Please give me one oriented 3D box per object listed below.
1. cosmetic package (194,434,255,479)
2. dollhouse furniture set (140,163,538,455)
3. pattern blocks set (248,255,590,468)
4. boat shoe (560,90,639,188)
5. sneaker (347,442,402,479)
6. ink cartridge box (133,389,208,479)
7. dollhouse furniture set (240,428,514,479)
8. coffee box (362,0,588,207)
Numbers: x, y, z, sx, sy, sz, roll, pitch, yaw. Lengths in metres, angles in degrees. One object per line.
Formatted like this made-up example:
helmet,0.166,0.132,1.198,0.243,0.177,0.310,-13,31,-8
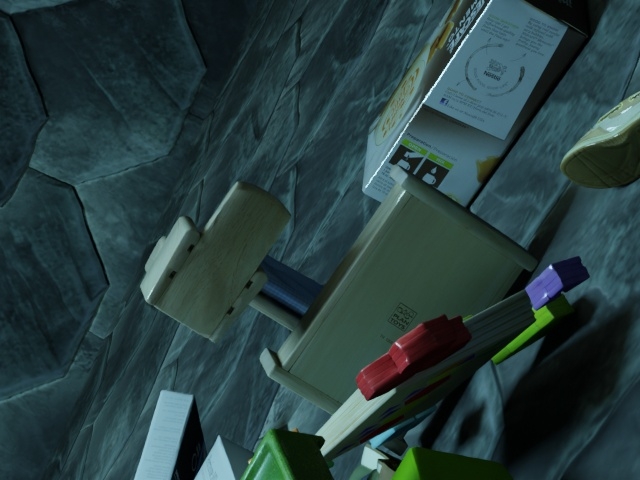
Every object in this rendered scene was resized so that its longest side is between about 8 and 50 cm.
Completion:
cosmetic package,-0.107,0.365,1.790,0.284,0.097,0.377,-59,12,4
dollhouse furniture set,0.000,0.000,1.696,0.198,0.286,0.303,-55,18,6
pattern blocks set,0.067,0.099,1.387,0.285,0.026,0.325,-21,-16,-41
boat shoe,0.232,-0.080,1.456,0.135,0.050,0.045,-30,30,51
sneaker,0.050,0.217,1.531,0.086,0.064,0.192,-63,6,-2
ink cartridge box,-0.160,0.301,2.043,0.206,0.045,0.208,84,-163,-45
dollhouse furniture set,0.009,0.293,1.293,0.301,0.197,0.151,-62,32,26
coffee box,0.144,-0.148,1.845,0.246,0.098,0.141,-56,13,29
